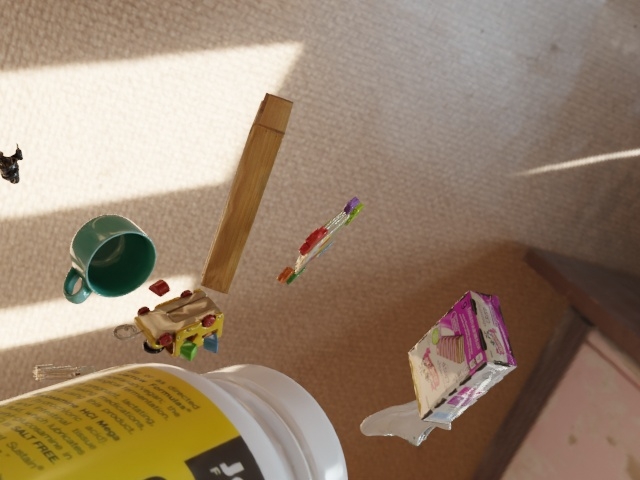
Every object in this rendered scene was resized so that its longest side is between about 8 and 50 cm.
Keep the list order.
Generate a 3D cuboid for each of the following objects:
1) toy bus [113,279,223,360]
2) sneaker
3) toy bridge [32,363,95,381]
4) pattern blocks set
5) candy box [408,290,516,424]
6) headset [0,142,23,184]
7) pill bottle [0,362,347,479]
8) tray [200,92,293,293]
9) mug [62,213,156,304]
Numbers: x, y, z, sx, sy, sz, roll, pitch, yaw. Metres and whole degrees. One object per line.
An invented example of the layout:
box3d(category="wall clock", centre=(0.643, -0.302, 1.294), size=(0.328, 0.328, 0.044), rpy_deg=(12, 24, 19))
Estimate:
box3d(category="toy bus", centre=(-0.297, 0.184, 1.672), size=(0.202, 0.191, 0.104), rpy_deg=(11, 128, 1))
box3d(category="sneaker", centre=(0.186, 0.409, 1.807), size=(0.212, 0.094, 0.080), rpy_deg=(-24, 158, 24))
box3d(category="toy bridge", centre=(-0.483, 0.242, 1.499), size=(0.063, 0.188, 0.026), rpy_deg=(1, 84, -44))
box3d(category="pattern blocks set", centre=(0.000, 0.000, 1.945), size=(0.285, 0.026, 0.325), rpy_deg=(-41, 173, -35))
box3d(category="candy box", centre=(0.263, 0.227, 1.573), size=(0.071, 0.159, 0.233), rpy_deg=(13, 136, -22))
box3d(category="headset", centre=(-0.623, -0.206, 1.213), size=(0.243, 0.185, 0.394), rpy_deg=(-55, 143, -5))
box3d(category="pill bottle", centre=(-0.131, 0.169, 0.419), size=(0.334, 0.188, 0.188), rpy_deg=(-11, 129, -56))
box3d(category="tray", centre=(-0.167, -0.104, 1.838), size=(0.076, 0.203, 0.411), rpy_deg=(19, 118, -7))
box3d(category="mug", centre=(-0.373, 0.024, 1.410), size=(0.157, 0.097, 0.129), rpy_deg=(-18, 128, -33))
